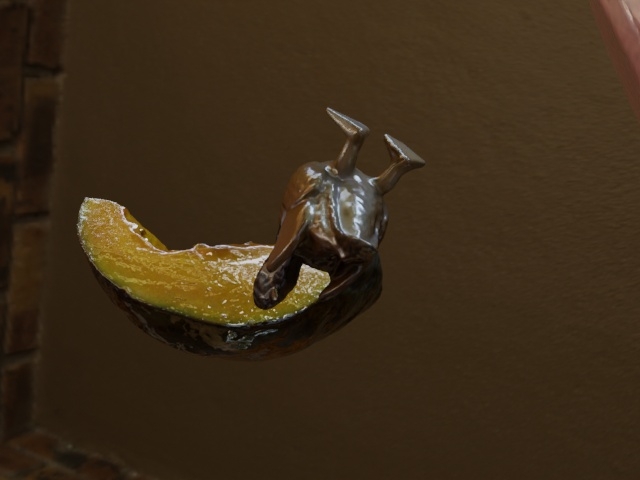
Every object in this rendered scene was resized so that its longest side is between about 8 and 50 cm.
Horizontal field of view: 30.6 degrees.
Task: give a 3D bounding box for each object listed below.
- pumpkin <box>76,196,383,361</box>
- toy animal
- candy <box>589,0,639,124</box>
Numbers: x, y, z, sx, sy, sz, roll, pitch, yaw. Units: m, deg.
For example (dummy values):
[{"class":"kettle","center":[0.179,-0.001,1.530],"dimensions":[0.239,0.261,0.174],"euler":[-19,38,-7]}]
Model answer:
[{"class":"pumpkin","center":[-0.104,0.077,1.185],"dimensions":[0.312,0.148,0.169],"euler":[13,-45,5]},{"class":"toy animal","center":[0.000,0.000,0.876],"dimensions":[0.089,0.188,0.179],"euler":[29,-73,-15]},{"class":"candy","center":[0.297,-0.141,0.951],"dimensions":[0.094,0.255,0.255],"euler":[-24,-99,13]}]
